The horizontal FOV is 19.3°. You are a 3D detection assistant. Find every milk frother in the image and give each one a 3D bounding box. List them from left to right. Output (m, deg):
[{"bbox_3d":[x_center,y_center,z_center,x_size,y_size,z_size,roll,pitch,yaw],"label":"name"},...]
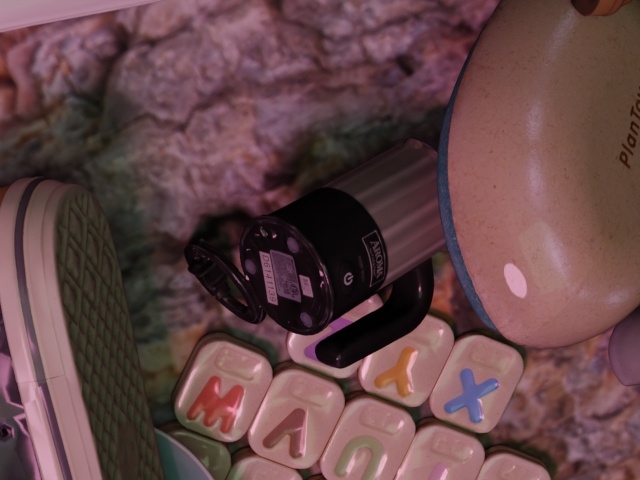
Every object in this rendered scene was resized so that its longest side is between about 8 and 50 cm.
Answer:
[{"bbox_3d":[0.000,0.000,1.251,0.135,0.143,0.129,-29,139,-37],"label":"milk frother"}]

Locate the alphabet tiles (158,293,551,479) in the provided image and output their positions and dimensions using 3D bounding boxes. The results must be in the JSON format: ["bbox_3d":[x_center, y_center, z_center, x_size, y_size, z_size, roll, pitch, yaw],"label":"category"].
[{"bbox_3d":[0.018,0.174,1.338,0.284,0.021,0.278,23,101,-16],"label":"alphabet tiles"}]

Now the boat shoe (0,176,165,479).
[{"bbox_3d":[-0.185,0.210,1.203,0.156,0.187,0.500,-7,101,11],"label":"boat shoe"}]

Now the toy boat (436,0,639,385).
[{"bbox_3d":[0.184,-0.007,1.236,0.318,0.148,0.267,44,52,-27],"label":"toy boat"}]

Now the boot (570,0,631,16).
[{"bbox_3d":[0.283,-0.249,1.183,0.269,0.089,0.236,1,73,-10],"label":"boot"}]

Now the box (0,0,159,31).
[{"bbox_3d":[-0.183,-0.307,1.057,0.168,0.215,0.345,-12,107,-6],"label":"box"}]

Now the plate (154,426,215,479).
[{"bbox_3d":[-0.151,0.203,1.300,0.188,0.024,0.188,1,107,4],"label":"plate"}]
